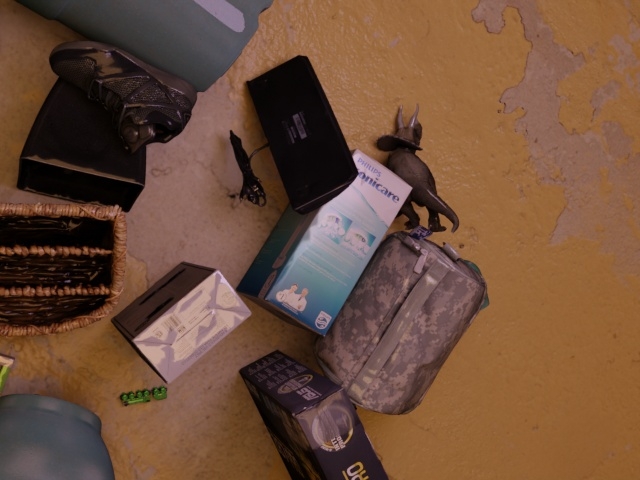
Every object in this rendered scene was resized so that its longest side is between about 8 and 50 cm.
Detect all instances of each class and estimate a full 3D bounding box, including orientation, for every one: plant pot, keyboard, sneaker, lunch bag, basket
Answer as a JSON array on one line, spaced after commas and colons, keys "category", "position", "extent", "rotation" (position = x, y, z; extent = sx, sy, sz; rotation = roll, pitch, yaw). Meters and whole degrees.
[{"category": "plant pot", "position": [-0.267, -0.421, 1.373], "extent": [0.334, 0.341, 0.341], "rotation": [34, 81, -23]}, {"category": "keyboard", "position": [-0.065, -0.169, 1.480], "extent": [0.201, 0.317, 0.033], "rotation": [-26, 144, 8]}, {"category": "sneaker", "position": [-0.307, -0.215, 1.317], "extent": [0.227, 0.087, 0.130], "rotation": [23, 52, -18]}, {"category": "plant pot", "position": [-0.448, 0.359, 1.357], "extent": [0.293, 0.293, 0.196], "rotation": [19, 58, -17]}, {"category": "lunch bag", "position": [0.135, 0.134, 1.453], "extent": [0.212, 0.256, 0.305], "rotation": [34, 94, 5]}, {"category": "basket", "position": [-0.461, 0.048, 1.357], "extent": [0.299, 0.223, 0.213], "rotation": [2, 90, -19]}, {"category": "plant pot", "position": [-0.378, -0.162, 1.411], "extent": [0.188, 0.187, 0.167], "rotation": [12, 74, -18]}]

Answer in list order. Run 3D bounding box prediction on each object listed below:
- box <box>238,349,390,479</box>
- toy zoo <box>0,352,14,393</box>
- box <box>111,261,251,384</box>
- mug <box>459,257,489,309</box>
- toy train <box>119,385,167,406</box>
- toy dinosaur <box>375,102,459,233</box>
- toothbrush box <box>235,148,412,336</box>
[{"category": "box", "position": [0.009, 0.359, 1.423], "extent": [0.097, 0.395, 0.318], "rotation": [-26, 99, -15]}, {"category": "toy zoo", "position": [-0.641, 0.299, 1.402], "extent": [0.192, 0.030, 0.293], "rotation": [21, 85, -17]}, {"category": "box", "position": [-0.231, 0.122, 1.398], "extent": [0.169, 0.290, 0.087], "rotation": [-41, 104, -15]}, {"category": "mug", "position": [0.236, 0.091, 1.623], "extent": [0.158, 0.129, 0.097], "rotation": [-20, 96, -59]}, {"category": "toy train", "position": [-0.308, 0.272, 1.518], "extent": [0.083, 0.017, 0.023], "rotation": [-8, 104, -18]}, {"category": "toy dinosaur", "position": [0.162, -0.103, 1.569], "extent": [0.121, 0.313, 0.160], "rotation": [-19, 122, 9]}, {"category": "toothbrush box", "position": [0.000, 0.000, 1.510], "extent": [0.126, 0.216, 0.295], "rotation": [33, 80, -16]}]
